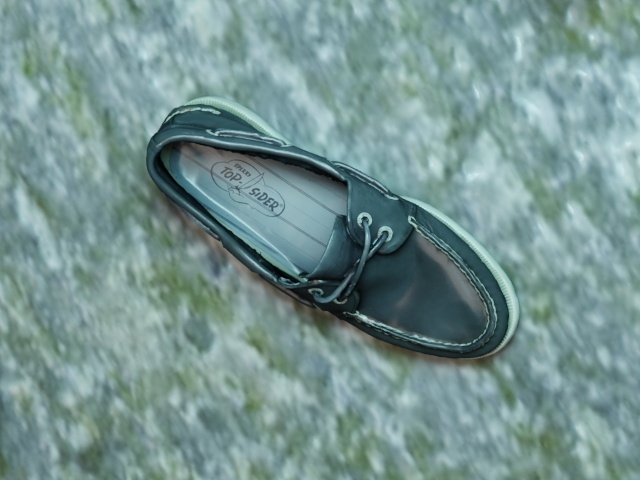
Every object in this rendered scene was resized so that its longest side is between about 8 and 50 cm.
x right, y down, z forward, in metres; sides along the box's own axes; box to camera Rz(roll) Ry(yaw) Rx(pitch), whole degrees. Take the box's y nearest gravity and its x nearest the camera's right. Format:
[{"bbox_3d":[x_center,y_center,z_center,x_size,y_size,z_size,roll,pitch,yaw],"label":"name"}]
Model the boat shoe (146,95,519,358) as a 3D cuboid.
[{"bbox_3d":[0.002,-0.004,1.478,0.340,0.113,0.127,38,108,8],"label":"boat shoe"}]
